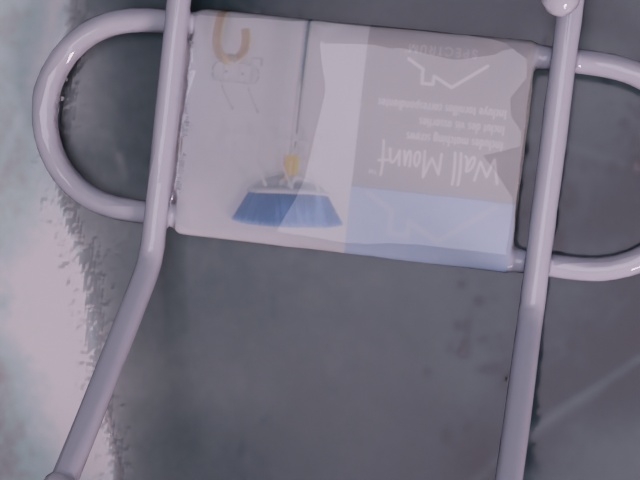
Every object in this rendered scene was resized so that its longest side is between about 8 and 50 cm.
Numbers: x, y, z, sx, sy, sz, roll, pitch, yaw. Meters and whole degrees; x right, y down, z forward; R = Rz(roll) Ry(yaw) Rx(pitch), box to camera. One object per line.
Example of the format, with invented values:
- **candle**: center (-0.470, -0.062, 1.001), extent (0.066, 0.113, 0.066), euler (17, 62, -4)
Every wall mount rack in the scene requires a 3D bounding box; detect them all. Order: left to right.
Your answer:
- **wall mount rack**: center (0.000, 0.000, 0.599), extent (0.350, 0.130, 0.304), euler (7, 93, 12)
